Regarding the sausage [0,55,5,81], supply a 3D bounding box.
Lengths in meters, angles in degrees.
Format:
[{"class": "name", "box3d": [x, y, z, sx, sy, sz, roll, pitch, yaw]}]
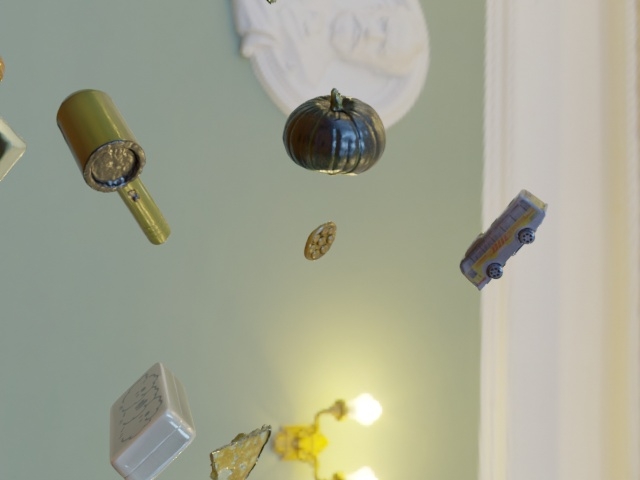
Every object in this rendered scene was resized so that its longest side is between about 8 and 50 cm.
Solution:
[{"class": "sausage", "box3d": [-0.642, -0.353, 1.586, 0.098, 0.238, 0.098, -27, -144, 22]}]

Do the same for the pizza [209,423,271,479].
[{"class": "pizza", "box3d": [-0.120, 0.290, 1.263, 0.026, 0.108, 0.123, 27, -102, 34]}]

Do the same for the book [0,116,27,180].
[{"class": "book", "box3d": [-0.546, -0.146, 1.066, 0.260, 0.371, 0.043, -45, 180, 14]}]

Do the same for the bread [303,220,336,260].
[{"class": "bread", "box3d": [0.000, 0.000, 2.200, 0.024, 0.110, 0.110, 36, -61, 27]}]

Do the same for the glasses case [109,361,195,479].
[{"class": "glasses case", "box3d": [-0.314, 0.331, 1.713, 0.144, 0.076, 0.336, -45, -166, -5]}]

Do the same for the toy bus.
[{"class": "toy bus", "box3d": [0.321, 0.000, 1.639, 0.190, 0.075, 0.064, -51, 180, 26]}]

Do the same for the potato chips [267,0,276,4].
[{"class": "potato chips", "box3d": [-0.086, -0.529, 1.741, 0.167, 0.228, 0.059, 50, -45, 0]}]

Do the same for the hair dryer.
[{"class": "hair dryer", "box3d": [-0.290, -0.091, 1.376, 0.135, 0.090, 0.279, 53, -9, 35]}]

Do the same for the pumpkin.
[{"class": "pumpkin", "box3d": [0.032, -0.256, 2.214, 0.250, 0.249, 0.216, -131, -146, -53]}]
